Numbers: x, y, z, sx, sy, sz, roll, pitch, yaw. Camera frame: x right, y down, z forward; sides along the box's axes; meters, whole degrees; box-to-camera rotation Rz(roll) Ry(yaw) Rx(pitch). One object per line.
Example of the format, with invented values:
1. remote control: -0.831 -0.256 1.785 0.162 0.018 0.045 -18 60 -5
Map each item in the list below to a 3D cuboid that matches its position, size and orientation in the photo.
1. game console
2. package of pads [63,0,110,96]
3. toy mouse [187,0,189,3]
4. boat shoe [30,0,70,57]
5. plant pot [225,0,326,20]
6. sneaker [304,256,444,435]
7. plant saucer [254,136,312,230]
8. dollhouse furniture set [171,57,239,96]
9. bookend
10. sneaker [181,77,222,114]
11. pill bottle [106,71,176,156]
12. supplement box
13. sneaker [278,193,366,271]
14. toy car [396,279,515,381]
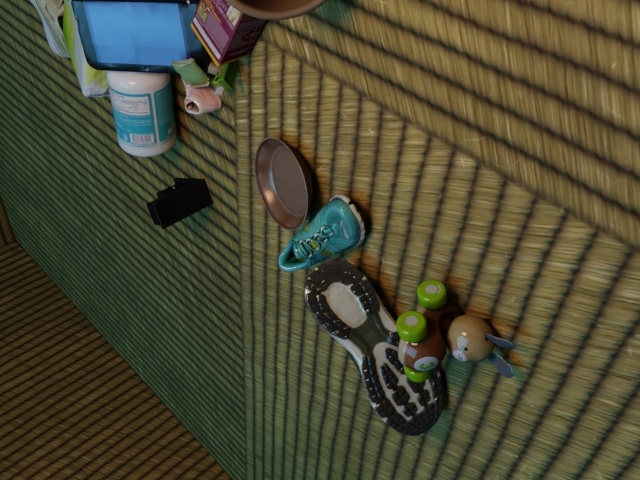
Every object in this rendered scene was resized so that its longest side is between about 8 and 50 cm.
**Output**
1. game console: -0.397 -0.444 1.314 0.293 0.250 0.173 5 95 12
2. package of pads: -0.544 -0.516 1.577 0.229 0.101 0.296 67 151 18
3. toy mouse: -0.211 -0.496 1.161 0.143 0.031 0.161 126 151 -52
4. boat shoe: -0.707 -0.633 1.761 0.094 0.109 0.302 18 141 25
5. plant pot: -0.091 -0.491 0.954 0.263 0.263 0.229 94 151 -43
6. sneaker: 0.114 0.212 1.366 0.410 0.158 0.182 58 178 -3
7. plant saucer: -0.071 -0.120 1.362 0.198 0.036 0.199 34 134 45
8. dollhouse furniture set: -0.243 -0.336 1.366 0.151 0.058 0.076 1 155 28
9. bookend: -0.392 -0.100 1.712 0.157 0.156 0.072 8 123 51
10. sneaker: -0.286 -0.331 1.464 0.134 0.070 0.051 46 147 20
11. pill bottle: -0.427 -0.343 1.568 0.146 0.146 0.264 37 141 29
12. supplement box: -0.160 -0.425 1.209 0.104 0.081 0.188 56 147 4
13. sneaker: 0.000 0.000 1.320 0.107 0.110 0.275 55 146 6
14. toy car: 0.243 0.182 1.137 0.188 0.149 0.155 19 144 29
